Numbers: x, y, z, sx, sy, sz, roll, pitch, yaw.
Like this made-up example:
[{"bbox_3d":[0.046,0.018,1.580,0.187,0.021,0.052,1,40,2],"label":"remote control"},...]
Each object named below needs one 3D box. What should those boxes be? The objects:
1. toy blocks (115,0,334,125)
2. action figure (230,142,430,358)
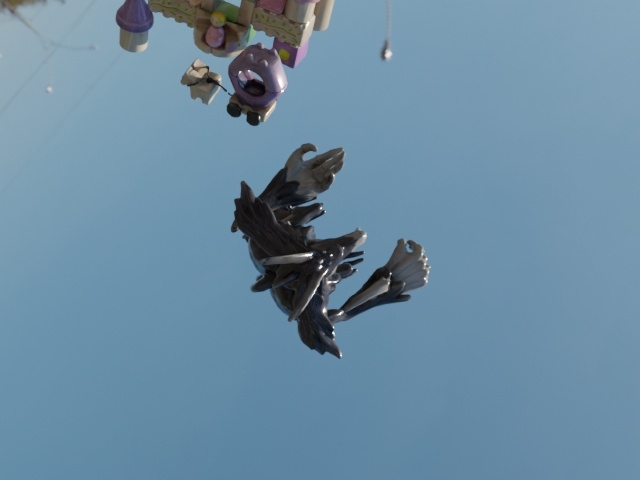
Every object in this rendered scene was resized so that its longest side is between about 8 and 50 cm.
[{"bbox_3d":[-0.121,-0.389,1.262,0.260,0.289,0.309,108,8,-49],"label":"toy blocks"},{"bbox_3d":[0.000,0.000,0.784,0.141,0.164,0.275,-34,-174,0],"label":"action figure"}]
